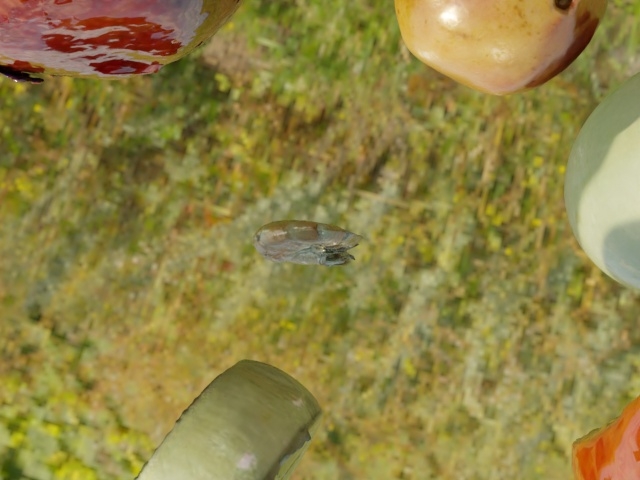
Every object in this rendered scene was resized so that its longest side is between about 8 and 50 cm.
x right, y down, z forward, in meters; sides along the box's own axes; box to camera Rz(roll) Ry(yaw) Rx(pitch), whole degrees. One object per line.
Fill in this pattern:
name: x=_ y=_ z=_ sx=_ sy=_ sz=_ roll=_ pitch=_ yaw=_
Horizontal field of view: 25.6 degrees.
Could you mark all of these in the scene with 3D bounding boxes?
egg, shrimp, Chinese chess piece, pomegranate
egg: x=0.436 y=-0.076 z=1.567 sx=0.278 sy=0.278 sz=0.336 roll=22 pitch=160 yaw=-15
shrimp: x=0.000 y=0.000 z=1.372 sx=0.099 sy=0.041 sz=0.180 roll=-11 pitch=169 yaw=20
Chinese chess piece: x=-0.072 y=0.174 z=0.989 sx=0.083 sy=0.188 sz=0.188 roll=32 pitch=158 yaw=8
pomegranate: x=0.177 y=-0.244 z=1.351 sx=0.209 sy=0.209 sz=0.209 roll=13 pitch=157 yaw=6

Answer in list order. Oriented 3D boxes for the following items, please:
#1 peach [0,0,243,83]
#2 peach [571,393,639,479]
peach: x=-0.114 y=-0.188 z=0.643 sx=0.231 sy=0.231 sz=0.231 roll=13 pitch=157 yaw=6
peach: x=0.273 y=0.145 z=0.566 sx=0.380 sy=0.306 sz=0.242 roll=36 pitch=141 yaw=-2
